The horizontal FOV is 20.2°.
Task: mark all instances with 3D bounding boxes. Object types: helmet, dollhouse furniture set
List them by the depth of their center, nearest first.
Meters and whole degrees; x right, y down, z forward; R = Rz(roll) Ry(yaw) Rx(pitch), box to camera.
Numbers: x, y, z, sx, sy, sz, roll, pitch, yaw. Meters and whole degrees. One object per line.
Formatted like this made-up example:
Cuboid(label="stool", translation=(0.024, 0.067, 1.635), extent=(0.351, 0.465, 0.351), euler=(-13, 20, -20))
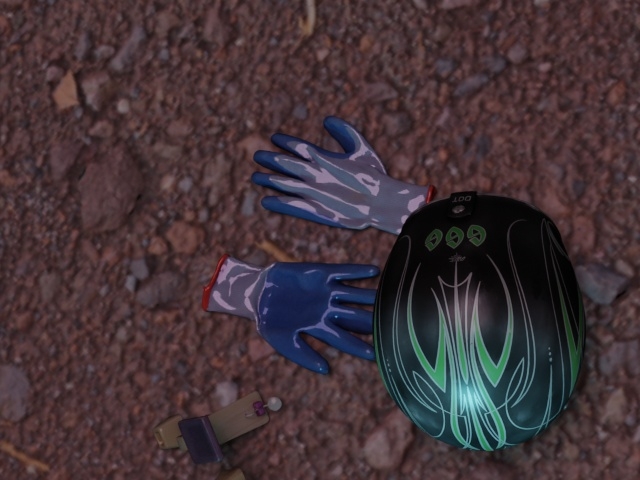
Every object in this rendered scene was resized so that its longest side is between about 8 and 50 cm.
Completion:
Cuboid(label="helmet", translation=(0.114, 0.066, 1.296), extent=(0.169, 0.169, 0.162), euler=(-5, 58, 15))
Cuboid(label="dollhouse furniture set", translation=(-0.059, 0.177, 1.390), extent=(0.081, 0.091, 0.114), euler=(-24, 93, -33))

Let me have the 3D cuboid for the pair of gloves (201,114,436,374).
Cuboid(label="pair of gloves", translation=(0.000, 0.000, 1.412), extent=(0.159, 0.023, 0.198), euler=(17, 82, 19))
